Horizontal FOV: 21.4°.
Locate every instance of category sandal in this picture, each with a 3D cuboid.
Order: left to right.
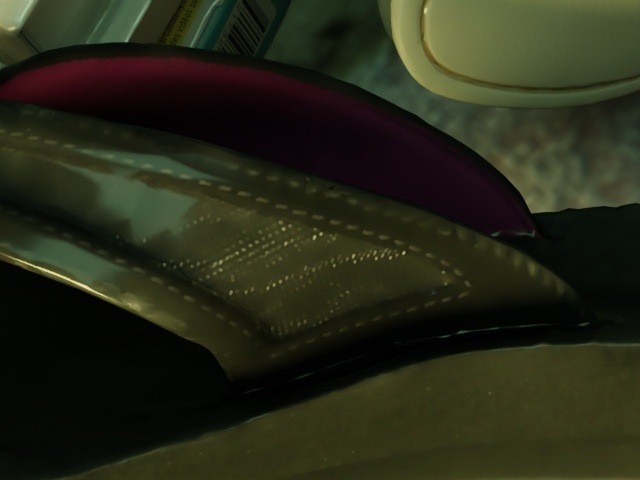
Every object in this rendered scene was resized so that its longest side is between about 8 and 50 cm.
[{"bbox_3d":[0.001,-0.001,0.475,0.446,0.167,0.107,-2,111,-7],"label":"sandal"}]

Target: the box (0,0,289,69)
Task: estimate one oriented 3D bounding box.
[{"bbox_3d":[-0.140,-0.107,0.621,0.244,0.060,0.100,24,82,17],"label":"box"}]

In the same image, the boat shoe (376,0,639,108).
[{"bbox_3d":[0.118,-0.119,0.523,0.255,0.095,0.079,-26,53,-18],"label":"boat shoe"}]

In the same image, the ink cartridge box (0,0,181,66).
[{"bbox_3d":[-0.100,-0.110,0.534,0.143,0.090,0.092,28,84,16],"label":"ink cartridge box"}]
